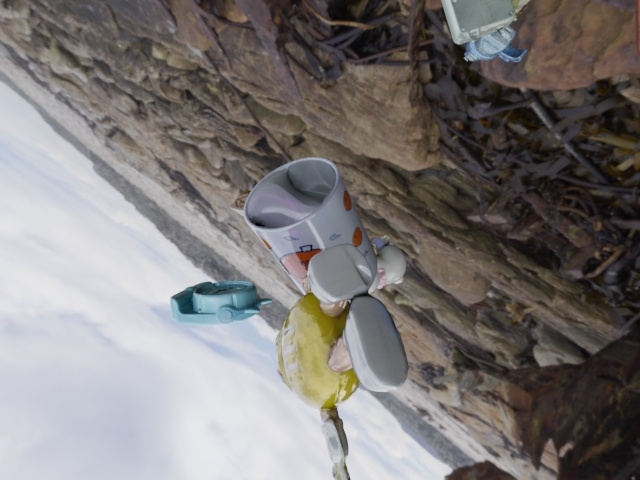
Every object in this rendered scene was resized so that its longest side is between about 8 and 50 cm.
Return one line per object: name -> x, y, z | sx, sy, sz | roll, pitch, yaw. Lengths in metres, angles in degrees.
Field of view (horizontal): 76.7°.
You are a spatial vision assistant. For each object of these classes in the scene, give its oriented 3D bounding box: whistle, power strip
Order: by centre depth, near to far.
power strip -> 0.295, -0.528, 0.808 | 0.046, 0.118, 0.270 | -6, -101, -83
whistle -> 0.445, -0.530, 1.069 | 0.180, 0.093, 0.269 | 36, -165, -9

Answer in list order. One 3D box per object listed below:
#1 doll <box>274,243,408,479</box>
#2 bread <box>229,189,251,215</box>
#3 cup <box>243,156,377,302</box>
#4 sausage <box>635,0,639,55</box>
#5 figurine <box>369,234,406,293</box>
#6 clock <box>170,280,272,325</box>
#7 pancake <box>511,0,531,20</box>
doll -> 0.019, 0.192, 0.691 | 0.348, 0.161, 0.422 | -114, 27, -55
bread -> -0.207, -0.082, 1.270 | 0.139, 0.084, 0.074 | 48, -176, 31
cup -> 0.000, 0.000, 0.916 | 0.212, 0.212, 0.317 | 31, 160, 45
sausage -> 0.889, -0.624, 1.078 | 0.089, 0.084, 0.299 | -86, -12, -77
figurine -> 0.132, 0.086, 1.175 | 0.127, 0.236, 0.155 | -1, 107, 55
clock -> -0.294, 0.184, 1.244 | 0.275, 0.094, 0.223 | -3, -172, 13
pancake -> 0.520, -0.716, 1.156 | 0.211, 0.236, 0.029 | 83, 173, -47
